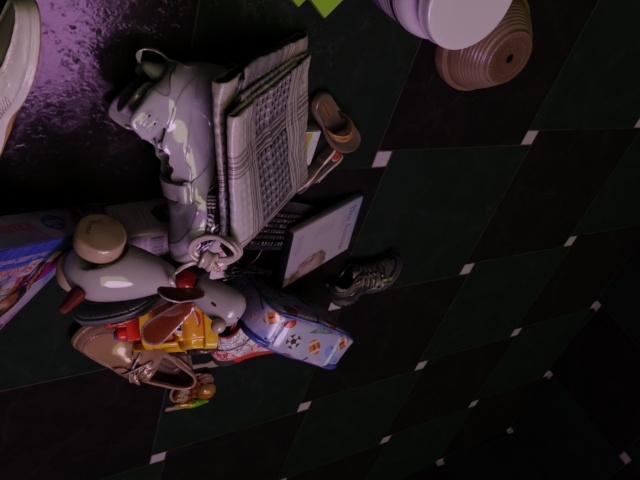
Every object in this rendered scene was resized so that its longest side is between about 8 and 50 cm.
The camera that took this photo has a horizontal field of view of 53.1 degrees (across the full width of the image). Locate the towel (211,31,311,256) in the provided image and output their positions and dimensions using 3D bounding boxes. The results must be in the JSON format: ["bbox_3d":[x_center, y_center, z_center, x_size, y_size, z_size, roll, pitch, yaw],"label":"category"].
[{"bbox_3d":[-0.087,-0.177,1.131,0.312,0.056,0.324,-50,148,-49],"label":"towel"}]

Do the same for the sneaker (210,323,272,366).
[{"bbox_3d":[-0.157,0.224,1.640,0.270,0.090,0.145,-19,142,-18],"label":"sneaker"}]

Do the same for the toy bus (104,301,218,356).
[{"bbox_3d":[-0.336,0.173,1.346,0.212,0.149,0.220,0,171,-30],"label":"toy bus"}]

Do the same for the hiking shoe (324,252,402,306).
[{"bbox_3d":[0.121,0.093,1.723,0.227,0.086,0.114,-31,146,-5],"label":"hiking shoe"}]

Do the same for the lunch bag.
[{"bbox_3d":[-0.078,0.188,1.530,0.303,0.243,0.115,29,96,-37],"label":"lunch bag"}]

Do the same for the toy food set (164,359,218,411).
[{"bbox_3d":[-0.341,0.405,1.727,0.133,0.038,0.192,-3,131,-36],"label":"toy food set"}]

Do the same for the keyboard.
[{"bbox_3d":[-0.111,0.004,1.392,0.201,0.033,0.317,-60,156,13],"label":"keyboard"}]

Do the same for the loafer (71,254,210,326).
[{"bbox_3d":[-0.329,0.104,1.215,0.268,0.096,0.084,-25,147,-15],"label":"loafer"}]

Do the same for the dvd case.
[{"bbox_3d":[0.000,0.000,1.520,0.253,0.022,0.180,-30,146,-40],"label":"dvd case"}]

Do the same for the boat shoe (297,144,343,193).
[{"bbox_3d":[-0.007,-0.150,1.400,0.137,0.049,0.043,-46,139,3],"label":"boat shoe"}]

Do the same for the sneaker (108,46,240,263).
[{"bbox_3d":[-0.257,-0.143,1.096,0.210,0.137,0.365,9,102,-38],"label":"sneaker"}]

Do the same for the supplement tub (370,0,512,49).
[{"bbox_3d":[0.165,-0.447,1.036,0.191,0.272,0.191,-22,140,-20],"label":"supplement tub"}]

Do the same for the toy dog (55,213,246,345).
[{"bbox_3d":[-0.298,0.090,1.078,0.334,0.160,0.220,10,140,0],"label":"toy dog"}]

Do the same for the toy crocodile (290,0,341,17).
[{"bbox_3d":[-0.060,-0.468,0.991,0.115,0.105,0.341,-46,146,12],"label":"toy crocodile"}]

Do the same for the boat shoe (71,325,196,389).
[{"bbox_3d":[-0.409,0.266,1.469,0.121,0.110,0.341,-45,142,11],"label":"boat shoe"}]

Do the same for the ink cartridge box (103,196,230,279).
[{"bbox_3d":[-0.302,0.006,1.287,0.237,0.100,0.171,-12,137,-28],"label":"ink cartridge box"}]

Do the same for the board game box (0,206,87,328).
[{"bbox_3d":[-0.556,0.082,1.050,0.318,0.066,0.318,-43,-179,9],"label":"board game box"}]

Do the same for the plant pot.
[{"bbox_3d":[0.372,-0.413,1.370,0.237,0.109,0.237,-22,141,-19],"label":"plant pot"}]

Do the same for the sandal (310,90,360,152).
[{"bbox_3d":[0.039,-0.239,1.327,0.072,0.049,0.180,-55,141,-10],"label":"sandal"}]

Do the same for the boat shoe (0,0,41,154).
[{"bbox_3d":[-0.478,-0.225,0.909,0.096,0.098,0.277,7,126,-43],"label":"boat shoe"}]

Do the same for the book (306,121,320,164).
[{"bbox_3d":[-0.079,-0.188,1.316,0.144,0.035,0.096,-10,137,-29],"label":"book"}]
